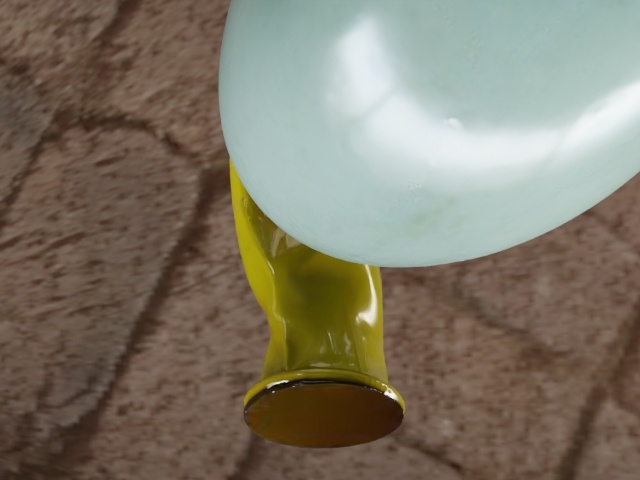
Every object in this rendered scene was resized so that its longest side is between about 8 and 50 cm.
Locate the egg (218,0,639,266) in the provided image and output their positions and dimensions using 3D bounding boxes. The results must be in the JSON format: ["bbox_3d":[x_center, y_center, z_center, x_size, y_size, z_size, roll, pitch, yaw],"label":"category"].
[{"bbox_3d":[0.101,-0.145,1.043,0.276,0.276,0.389,38,112,-15],"label":"egg"}]

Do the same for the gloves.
[{"bbox_3d":[0.000,0.001,1.320,0.116,0.133,0.294,-7,61,10],"label":"gloves"}]
